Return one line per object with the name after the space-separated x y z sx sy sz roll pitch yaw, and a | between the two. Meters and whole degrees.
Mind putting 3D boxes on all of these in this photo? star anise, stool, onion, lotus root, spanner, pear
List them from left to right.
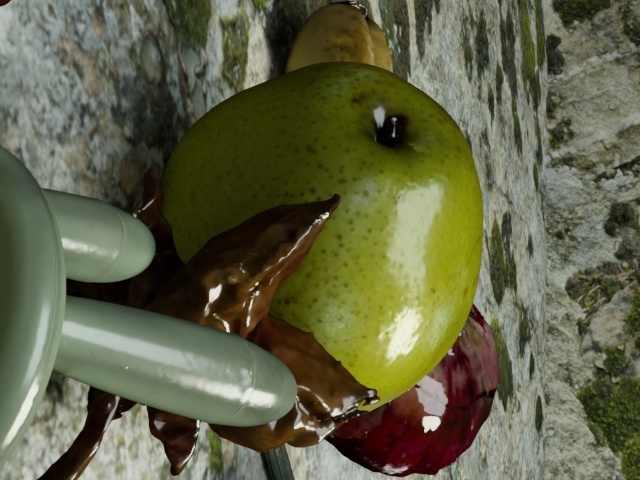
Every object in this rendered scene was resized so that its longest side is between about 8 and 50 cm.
-0.156 0.065 0.573 0.195 0.195 0.199 -52 147 3 | stool
-0.102 0.104 0.738 0.346 0.237 0.148 -54 -174 1 | star anise
-0.046 0.213 1.132 0.071 0.017 0.302 -63 145 -54 | spanner
0.000 0.000 0.914 0.294 0.294 0.294 -3 90 -70 | pear
0.017 -0.152 1.212 0.125 0.118 0.221 20 68 -33 | lotus root
0.063 0.132 1.189 0.252 0.219 0.252 21 42 -20 | onion

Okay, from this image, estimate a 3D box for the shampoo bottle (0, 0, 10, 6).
-0.239 -0.128 0.591 0.260 0.064 0.102 -53 136 -60 | shampoo bottle
